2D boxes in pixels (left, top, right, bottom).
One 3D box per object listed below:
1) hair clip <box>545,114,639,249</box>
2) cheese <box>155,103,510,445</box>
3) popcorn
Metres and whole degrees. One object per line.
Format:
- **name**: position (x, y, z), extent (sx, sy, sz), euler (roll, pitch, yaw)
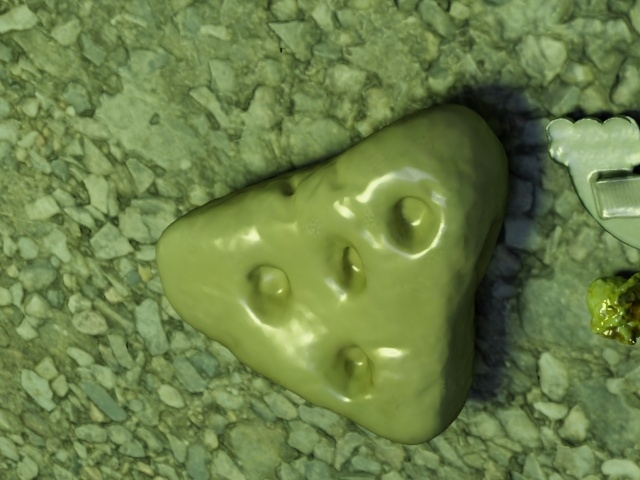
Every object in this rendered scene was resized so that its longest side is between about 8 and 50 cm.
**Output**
- **hair clip**: position (0.307, -0.046, 1.543), extent (0.220, 0.054, 0.140), euler (0, 122, 32)
- **cheese**: position (0.000, 0.000, 1.687), extent (0.328, 0.129, 0.351), euler (19, 126, 18)
- **popcorn**: position (0.277, 0.056, 1.613), extent (0.068, 0.059, 0.083), euler (39, 121, 3)
